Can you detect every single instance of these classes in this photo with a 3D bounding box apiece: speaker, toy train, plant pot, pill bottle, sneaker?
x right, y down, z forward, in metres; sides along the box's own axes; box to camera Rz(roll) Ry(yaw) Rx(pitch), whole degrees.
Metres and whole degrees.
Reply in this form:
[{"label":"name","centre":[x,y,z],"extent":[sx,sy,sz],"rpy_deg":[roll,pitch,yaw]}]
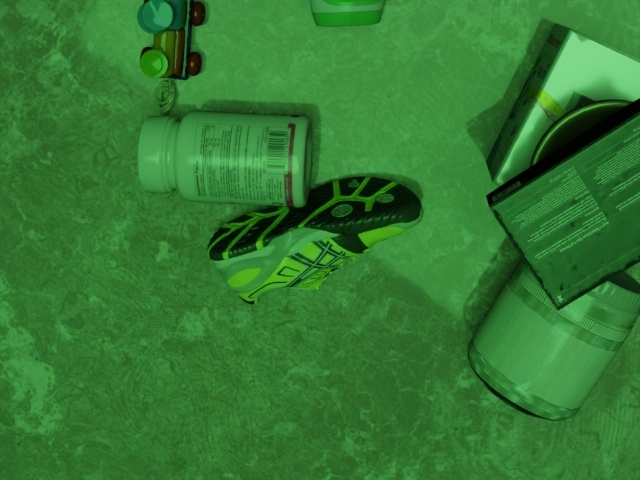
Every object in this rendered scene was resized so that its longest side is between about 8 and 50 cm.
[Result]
[{"label":"speaker","centre":[0.039,-0.504,1.680],"extent":[0.131,0.131,0.296],"rpy_deg":[-1,104,6]},{"label":"toy train","centre":[-0.268,-0.298,1.755],"extent":[0.105,0.143,0.248],"rpy_deg":[7,105,4]},{"label":"plant pot","centre":[0.429,-0.100,1.550],"extent":[0.237,0.110,0.237],"rpy_deg":[1,106,4]},{"label":"pill bottle","centre":[-0.161,-0.143,1.777],"extent":[0.283,0.160,0.160],"rpy_deg":[4,105,5]},{"label":"sneaker","centre":[0.000,0.000,1.830],"extent":[0.385,0.145,0.147],"rpy_deg":[-15,123,12]}]

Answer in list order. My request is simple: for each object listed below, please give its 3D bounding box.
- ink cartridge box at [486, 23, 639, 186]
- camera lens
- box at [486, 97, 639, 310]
[{"label":"ink cartridge box","centre":[0.422,-0.191,1.687],"extent":[0.197,0.198,0.270],"rpy_deg":[25,105,-1]},{"label":"camera lens","centre":[0.401,0.153,1.768],"extent":[0.219,0.219,0.274],"rpy_deg":[29,106,-2]},{"label":"box","centre":[0.395,-0.052,1.457],"extent":[0.261,0.103,0.184],"rpy_deg":[-32,96,12]}]
